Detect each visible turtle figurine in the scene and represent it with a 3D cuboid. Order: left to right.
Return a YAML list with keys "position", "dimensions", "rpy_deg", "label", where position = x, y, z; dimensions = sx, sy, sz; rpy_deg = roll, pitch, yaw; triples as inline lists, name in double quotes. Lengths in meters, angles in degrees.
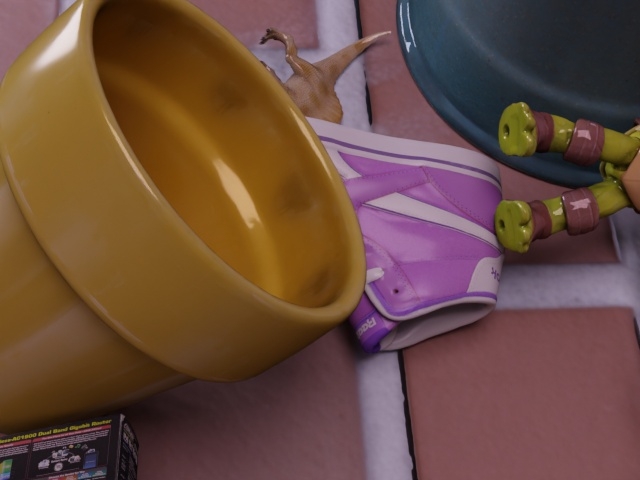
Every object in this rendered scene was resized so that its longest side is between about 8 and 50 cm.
- position: [0.241, -0.063, 0.947]
  dimensions: [0.217, 0.269, 0.087]
  rpy_deg: [-2, 28, -13]
  label: "turtle figurine"

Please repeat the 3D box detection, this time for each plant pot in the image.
- position: [-0.139, 0.002, 0.834]
  dimensions: [0.239, 0.254, 0.254]
  rpy_deg: [-35, 61, 23]
  label: "plant pot"
- position: [0.250, -0.267, 1.005]
  dimensions: [0.341, 0.334, 0.341]
  rpy_deg: [2, 60, -4]
  label: "plant pot"

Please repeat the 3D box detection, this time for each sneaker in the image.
- position: [0.000, 0.000, 0.957]
  dimensions: [0.282, 0.102, 0.161]
  rpy_deg: [5, 62, -3]
  label: "sneaker"

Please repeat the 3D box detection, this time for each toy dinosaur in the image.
- position: [-0.017, -0.131, 1.069]
  dimensions: [0.093, 0.053, 0.183]
  rpy_deg: [34, 49, 1]
  label: "toy dinosaur"

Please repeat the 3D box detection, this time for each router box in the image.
- position: [-0.175, 0.162, 0.790]
  dimensions: [0.122, 0.038, 0.092]
  rpy_deg: [-11, 42, 7]
  label: "router box"
